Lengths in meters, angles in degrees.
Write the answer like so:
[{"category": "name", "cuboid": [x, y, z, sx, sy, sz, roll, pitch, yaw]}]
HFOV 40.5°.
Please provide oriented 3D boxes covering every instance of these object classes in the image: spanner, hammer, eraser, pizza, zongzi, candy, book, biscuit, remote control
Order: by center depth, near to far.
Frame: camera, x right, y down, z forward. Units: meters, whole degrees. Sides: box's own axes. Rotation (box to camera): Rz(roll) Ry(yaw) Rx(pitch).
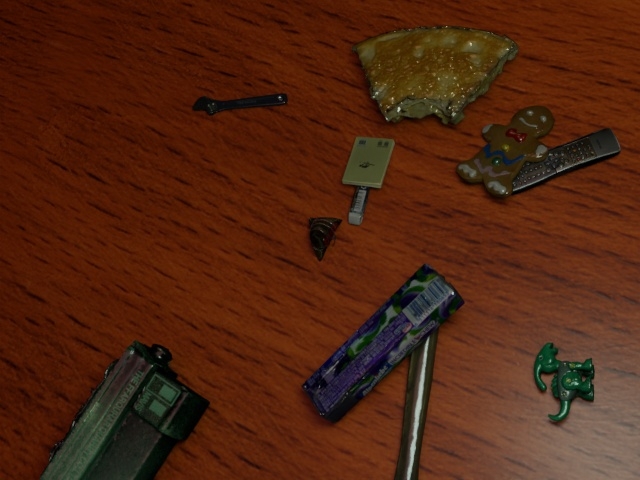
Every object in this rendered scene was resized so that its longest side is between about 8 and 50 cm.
[{"category": "hammer", "cuboid": [0.160, 0.265, 1.463, 0.168, 0.044, 0.440, 3, 70, 18]}, {"category": "candy", "cuboid": [0.104, 0.175, 1.471, 0.312, 0.061, 0.088, -44, 48, 7]}, {"category": "remote control", "cuboid": [0.427, -0.141, 1.553, 0.212, 0.028, 0.059, -20, 69, 9]}, {"category": "biscuit", "cuboid": [0.344, -0.173, 1.572, 0.205, 0.031, 0.138, -45, 50, -13]}, {"category": "zongzi", "cuboid": [0.000, 0.000, 1.616, 0.067, 0.074, 0.083, 6, 32, 19]}, {"category": "eraser", "cuboid": [0.075, -0.077, 1.635, 0.027, 0.019, 0.099, 8, 68, 20]}, {"category": "pizza", "cuboid": [0.209, -0.306, 1.648, 0.323, 0.089, 0.223, 2, 64, 19]}, {"category": "book", "cuboid": [0.091, -0.149, 1.649, 0.077, 0.014, 0.111, 7, 59, 20]}, {"category": "spanner", "cuboid": [-0.167, -0.285, 1.792, 0.208, 0.012, 0.046, -4, 68, 15]}]

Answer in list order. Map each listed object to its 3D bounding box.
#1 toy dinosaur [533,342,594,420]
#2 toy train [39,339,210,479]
[{"category": "toy dinosaur", "cuboid": [0.393, 0.229, 1.407, 0.096, 0.059, 0.132, 0, 61, 25]}, {"category": "toy train", "cuboid": [-0.342, 0.345, 1.533, 0.178, 0.138, 0.330, 29, 80, 20]}]
